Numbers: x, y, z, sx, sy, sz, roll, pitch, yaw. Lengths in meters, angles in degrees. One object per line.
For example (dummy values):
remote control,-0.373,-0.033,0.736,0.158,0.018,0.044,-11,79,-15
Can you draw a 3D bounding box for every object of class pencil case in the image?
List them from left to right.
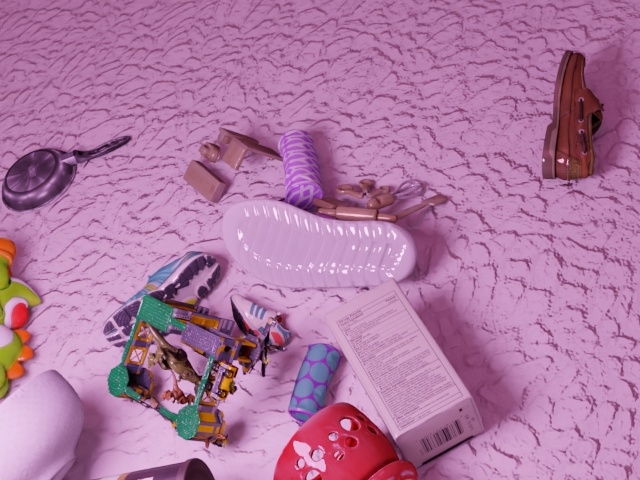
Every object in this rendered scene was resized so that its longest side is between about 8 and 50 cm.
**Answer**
pencil case,-0.047,-0.150,2.237,0.088,0.086,0.206,-42,34,25
pencil case,-0.009,0.260,1.905,0.070,0.064,0.151,25,55,-9

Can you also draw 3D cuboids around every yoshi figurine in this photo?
yoshi figurine,-0.723,0.169,2.178,0.203,0.203,0.362,-29,48,18

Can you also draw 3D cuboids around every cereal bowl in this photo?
cereal bowl,-0.537,0.396,1.849,0.141,0.339,0.339,40,69,4

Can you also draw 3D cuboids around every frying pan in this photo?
frying pan,-0.621,-0.161,2.501,0.326,0.053,0.197,-10,50,16

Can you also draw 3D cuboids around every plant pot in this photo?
plant pot,0.045,0.386,1.697,0.191,0.191,0.174,-41,55,-15

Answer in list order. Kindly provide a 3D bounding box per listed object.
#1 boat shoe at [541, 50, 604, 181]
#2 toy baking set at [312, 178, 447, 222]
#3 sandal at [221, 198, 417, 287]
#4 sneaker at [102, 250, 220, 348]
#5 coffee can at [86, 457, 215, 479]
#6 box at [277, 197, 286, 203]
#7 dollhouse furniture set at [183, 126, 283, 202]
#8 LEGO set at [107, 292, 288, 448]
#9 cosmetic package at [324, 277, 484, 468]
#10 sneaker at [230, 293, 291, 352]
boat shoe,0.518,-0.248,2.114,0.104,0.110,0.307,5,63,19
toy baking set,0.116,-0.084,2.120,0.256,0.030,0.197,7,30,22
sandal,-0.002,0.015,2.070,0.416,0.169,0.102,11,12,23
sneaker,-0.326,0.118,2.139,0.275,0.107,0.110,-38,29,-18
coffee can,-0.318,0.485,1.740,0.275,0.201,0.201,-13,48,11
box,-0.099,-0.010,2.187,0.116,0.029,0.162,-23,49,1
dollhouse furniture set,-0.194,-0.161,2.351,0.144,0.123,0.151,39,107,39
LEGO set,-0.219,0.240,1.958,0.331,0.192,0.255,9,84,43
cosmetic package,0.143,0.229,1.831,0.153,0.129,0.296,-28,48,-2
sneaker,-0.116,0.154,2.048,0.075,0.057,0.161,-22,44,-21
